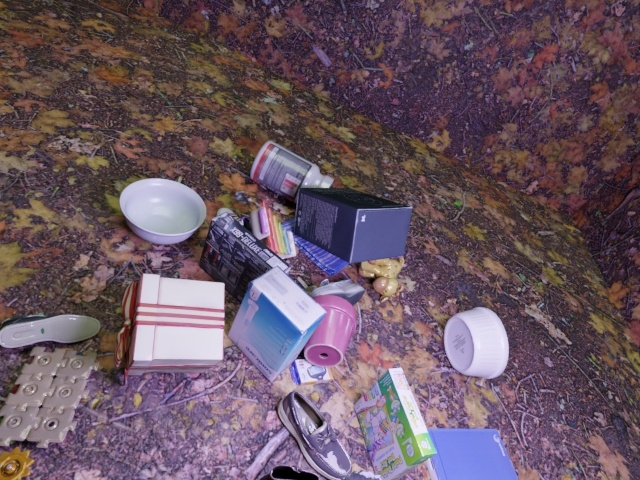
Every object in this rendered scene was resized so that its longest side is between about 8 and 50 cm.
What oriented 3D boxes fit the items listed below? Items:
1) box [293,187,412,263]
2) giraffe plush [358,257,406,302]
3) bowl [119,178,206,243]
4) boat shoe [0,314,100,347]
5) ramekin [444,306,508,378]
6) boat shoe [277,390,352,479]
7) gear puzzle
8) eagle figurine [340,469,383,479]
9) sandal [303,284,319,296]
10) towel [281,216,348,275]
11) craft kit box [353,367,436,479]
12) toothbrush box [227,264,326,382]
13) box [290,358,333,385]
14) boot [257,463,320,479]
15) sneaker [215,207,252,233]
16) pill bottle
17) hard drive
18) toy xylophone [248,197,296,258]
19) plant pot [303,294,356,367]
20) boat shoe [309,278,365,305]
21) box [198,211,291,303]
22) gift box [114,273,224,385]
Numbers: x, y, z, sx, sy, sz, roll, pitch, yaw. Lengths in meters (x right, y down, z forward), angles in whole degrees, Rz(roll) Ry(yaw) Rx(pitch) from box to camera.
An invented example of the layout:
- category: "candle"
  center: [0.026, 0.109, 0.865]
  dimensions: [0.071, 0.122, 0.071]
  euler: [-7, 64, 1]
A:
- category: "box"
  center: [0.123, -0.078, 1.709]
  dimensions: [0.293, 0.212, 0.395]
  euler: [-4, 19, -36]
- category: "giraffe plush"
  center: [0.271, 0.164, 1.752]
  dimensions: [0.210, 0.182, 0.171]
  euler: [4, 55, -3]
- category: "bowl"
  center: [-0.581, -0.084, 1.525]
  dimensions: [0.297, 0.134, 0.298]
  euler: [16, 41, -14]
- category: "boat shoe"
  center: [-0.734, 0.234, 1.134]
  dimensions: [0.232, 0.084, 0.079]
  euler: [2, 11, -37]
- category: "ramekin"
  center: [0.591, 0.400, 1.616]
  dimensions: [0.127, 0.273, 0.273]
  euler: [0, 46, -15]
- category: "boat shoe"
  center: [-0.011, 0.561, 1.201]
  dimensions: [0.102, 0.092, 0.285]
  euler: [-23, 61, -44]
- category: "gear puzzle"
  center: [-0.671, 0.418, 1.001]
  dimensions: [0.175, 0.044, 0.339]
  euler: [9, 42, -12]
- category: "eagle figurine"
  center: [0.073, 0.735, 0.963]
  dimensions: [0.225, 0.227, 0.298]
  euler: [28, 34, 8]
- category: "sandal"
  center: [-0.066, 0.226, 1.557]
  dimensions: [0.219, 0.060, 0.090]
  euler: [-22, 61, -44]
- category: "towel"
  center: [0.000, 0.000, 1.859]
  dimensions: [0.336, 0.040, 0.243]
  euler: [41, 40, 15]
- category: "craft kit box"
  center: [0.206, 0.549, 1.223]
  dimensions: [0.060, 0.250, 0.247]
  euler: [3, 45, -28]
- category: "toothbrush box"
  center: [-0.144, 0.262, 1.286]
  dimensions: [0.216, 0.296, 0.126]
  euler: [41, 40, 16]
- category: "box"
  center: [-0.031, 0.435, 1.379]
  dimensions: [0.136, 0.028, 0.081]
  euler: [5, 45, -30]
- category: "boot"
  center: [-0.039, 0.631, 1.018]
  dimensions: [0.248, 0.207, 0.090]
  euler: [19, 40, -12]
- category: "sneaker"
  center: [-0.322, -0.064, 1.640]
  dimensions: [0.102, 0.161, 0.282]
  euler: [-11, 52, -37]
- category: "pill bottle"
  center: [-0.132, -0.301, 1.969]
  dimensions: [0.362, 0.210, 0.210]
  euler: [29, 39, -1]
- category: "hard drive"
  center: [0.491, 0.730, 1.362]
  dimensions: [0.318, 0.040, 0.210]
  euler: [10, 42, -21]
- category: "toy xylophone"
  center: [-0.193, -0.047, 1.611]
  dimensions: [0.322, 0.081, 0.237]
  euler: [34, 41, -74]
- category: "plant pot"
  center: [0.020, 0.315, 1.398]
  dimensions: [0.201, 0.201, 0.180]
  euler: [21, 38, -9]
- category: "boat shoe"
  center: [0.053, 0.202, 1.588]
  dimensions: [0.103, 0.118, 0.320]
  euler: [44, 26, 28]
- category: "box"
  center: [-0.271, 0.089, 1.439]
  dimensions: [0.307, 0.243, 0.076]
  euler: [38, 40, 12]
- category: "gift box"
  center: [-0.430, 0.260, 1.164]
  dimensions: [0.257, 0.276, 0.255]
  euler: [10, 56, -27]
